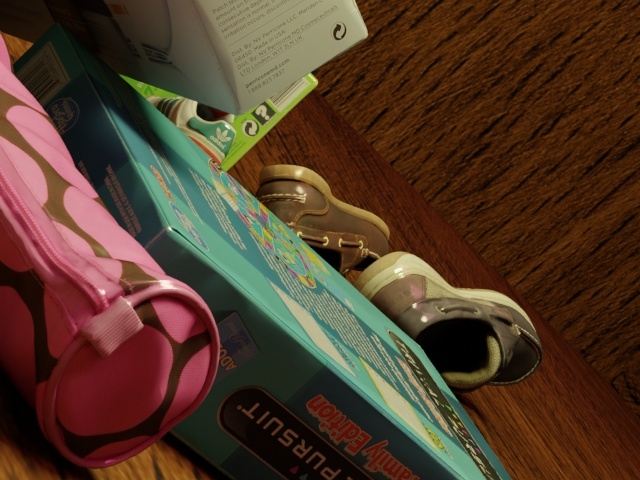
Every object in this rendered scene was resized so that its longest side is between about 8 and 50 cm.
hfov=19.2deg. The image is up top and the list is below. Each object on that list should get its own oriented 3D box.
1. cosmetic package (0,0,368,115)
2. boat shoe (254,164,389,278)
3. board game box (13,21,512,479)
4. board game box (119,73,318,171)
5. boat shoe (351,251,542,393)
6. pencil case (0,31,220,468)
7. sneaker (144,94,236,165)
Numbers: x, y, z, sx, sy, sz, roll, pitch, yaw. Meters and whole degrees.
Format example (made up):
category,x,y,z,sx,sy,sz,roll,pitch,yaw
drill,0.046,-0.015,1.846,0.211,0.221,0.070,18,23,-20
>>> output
category,x,y,z,sx,sy,sz,roll,pitch,yaw
cosmetic package,-0.155,-0.240,1.057,0.377,0.097,0.284,23,-40,56
boat shoe,0.000,0.000,1.632,0.207,0.073,0.073,30,55,-58
board game box,-0.028,0.057,1.020,0.336,0.079,0.254,43,7,-32
board game box,-0.135,-0.185,1.594,0.259,0.124,0.039,46,5,-7
boat shoe,0.126,0.094,1.714,0.285,0.103,0.092,31,21,-53
pencil case,-0.124,-0.010,0.771,0.209,0.095,0.098,48,-29,31
sneaker,-0.098,-0.086,1.445,0.057,0.075,0.161,44,7,-23
